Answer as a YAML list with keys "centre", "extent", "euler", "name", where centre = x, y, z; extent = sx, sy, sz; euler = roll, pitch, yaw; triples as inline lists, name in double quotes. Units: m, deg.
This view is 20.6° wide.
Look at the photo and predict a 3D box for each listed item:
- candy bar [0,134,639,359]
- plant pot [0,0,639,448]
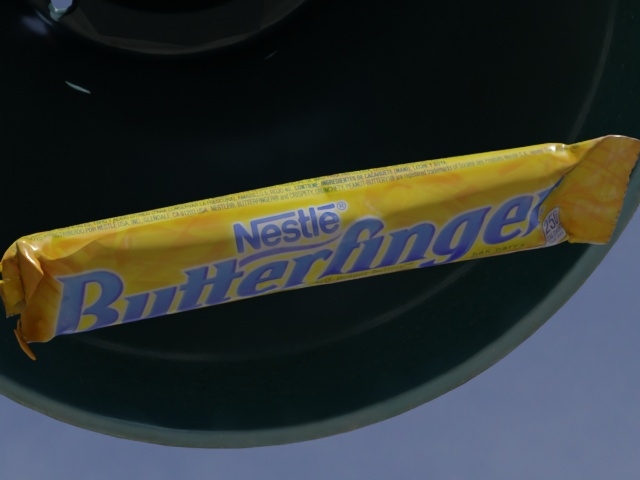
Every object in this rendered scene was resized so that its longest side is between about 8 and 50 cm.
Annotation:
- centre: [0.000, 0.000, 0.433]
  extent: [0.161, 0.018, 0.040]
  euler: [-11, -37, -13]
  name: "candy bar"
- centre: [-0.039, -0.106, 0.628]
  extent: [0.272, 0.255, 0.271]
  euler: [-4, -65, -8]
  name: "plant pot"
